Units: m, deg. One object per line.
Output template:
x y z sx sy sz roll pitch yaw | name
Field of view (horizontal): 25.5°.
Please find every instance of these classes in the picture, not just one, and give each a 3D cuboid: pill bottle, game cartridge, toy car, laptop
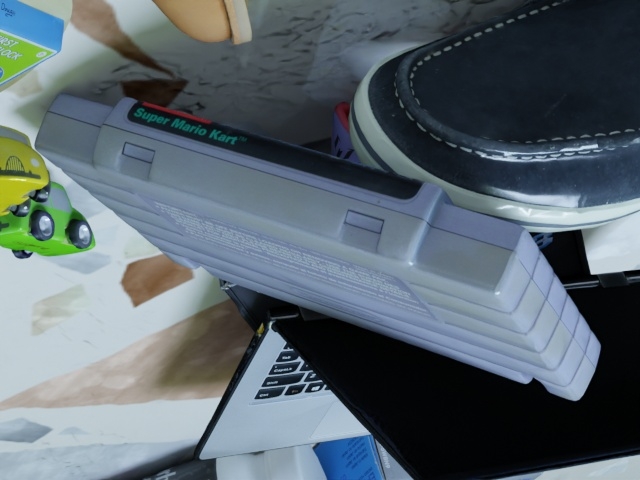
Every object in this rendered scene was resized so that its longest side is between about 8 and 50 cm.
-0.129 0.322 1.555 0.278 0.162 0.162 -22 151 7 | pill bottle
0.000 0.000 0.958 0.355 0.068 0.230 18 162 28 | game cartridge
-0.239 -0.027 0.974 0.239 0.053 0.225 -9 168 26 | toy car
0.143 0.165 1.209 0.382 0.236 0.408 -4 148 -25 | laptop

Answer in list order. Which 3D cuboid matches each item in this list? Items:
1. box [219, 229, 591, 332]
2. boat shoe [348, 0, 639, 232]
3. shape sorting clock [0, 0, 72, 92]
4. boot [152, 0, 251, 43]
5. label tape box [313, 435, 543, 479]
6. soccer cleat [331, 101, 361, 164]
0.084 0.024 1.251 0.295 0.073 0.293 -21 152 5 | box
0.255 -0.131 0.969 0.500 0.187 0.156 -11 143 -17 | boat shoe
-0.246 -0.116 0.832 0.206 0.040 0.206 -19 166 -5 | shape sorting clock
-0.169 -0.154 0.674 0.220 0.109 0.283 -28 146 7 | boot
0.146 0.286 1.703 0.333 0.106 0.241 2 147 -31 | label tape box
0.130 -0.079 1.051 0.248 0.083 0.095 -11 115 7 | soccer cleat
